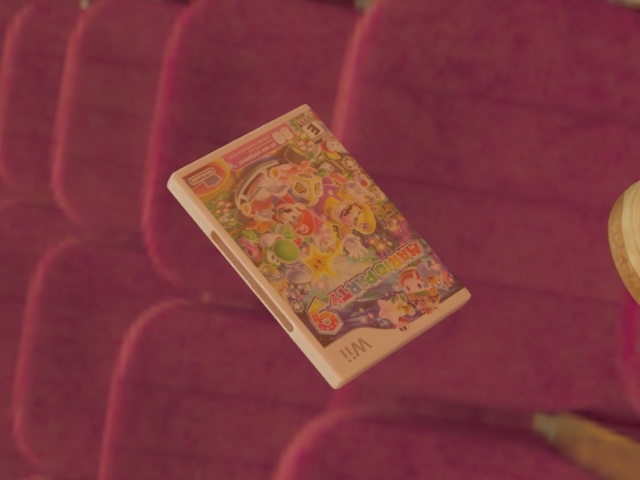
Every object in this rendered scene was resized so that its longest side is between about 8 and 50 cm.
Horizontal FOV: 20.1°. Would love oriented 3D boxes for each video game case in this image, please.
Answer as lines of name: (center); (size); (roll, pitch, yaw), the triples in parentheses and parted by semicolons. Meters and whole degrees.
video game case: (0.000, 0.000, 0.816); (0.122, 0.087, 0.011); (50, 143, 13)

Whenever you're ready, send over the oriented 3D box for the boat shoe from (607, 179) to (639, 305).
boat shoe: (0.322, -0.041, 1.030); (0.122, 0.341, 0.110); (62, 148, 8)
